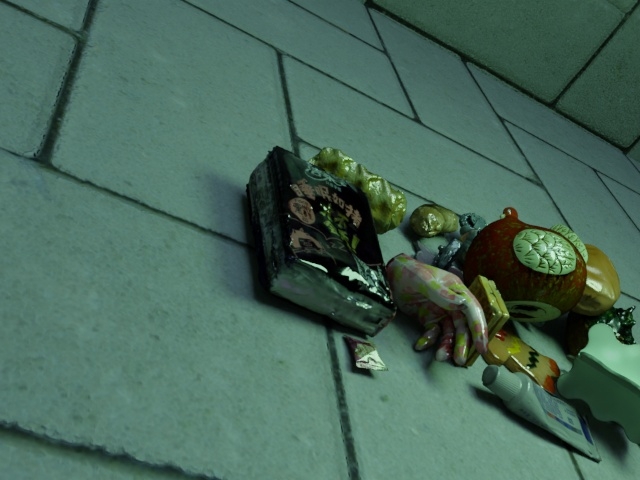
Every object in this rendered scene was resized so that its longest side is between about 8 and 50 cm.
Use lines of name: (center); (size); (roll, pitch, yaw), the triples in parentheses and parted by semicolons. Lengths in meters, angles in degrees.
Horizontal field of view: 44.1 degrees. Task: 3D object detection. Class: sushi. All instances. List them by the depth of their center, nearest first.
sushi: (0.632, 0.193, 1.759); (0.149, 0.140, 0.287); (31, 28, 8)

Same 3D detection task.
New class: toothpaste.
toothpaste: (0.401, 0.301, 1.429); (0.282, 0.068, 0.099); (34, 59, -24)

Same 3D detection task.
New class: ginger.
ginger: (0.253, -0.044, 1.768); (0.095, 0.068, 0.190); (39, 18, 14)

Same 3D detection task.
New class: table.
table: (0.568, 0.270, 1.504); (0.198, 0.166, 0.166); (33, 27, 10)

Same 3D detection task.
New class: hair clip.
hair clip: (0.258, 0.059, 1.658); (0.146, 0.056, 0.187); (36, 36, -2)

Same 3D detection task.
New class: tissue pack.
tissue pack: (0.000, 0.000, 1.381); (0.245, 0.123, 0.332); (27, 32, -29)

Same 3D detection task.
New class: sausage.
sausage: (0.580, 0.081, 1.733); (0.136, 0.120, 0.241); (32, 26, 1)

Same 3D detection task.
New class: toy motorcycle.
toy motorcycle: (0.409, 0.058, 1.771); (0.307, 0.108, 0.173); (46, 38, 16)

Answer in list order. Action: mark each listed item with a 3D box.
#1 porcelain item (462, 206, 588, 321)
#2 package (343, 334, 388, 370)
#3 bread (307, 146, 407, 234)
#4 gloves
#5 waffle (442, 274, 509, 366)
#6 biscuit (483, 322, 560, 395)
porcelain item: (0.406, 0.037, 1.584); (0.253, 0.253, 0.253); (27, 29, -16)
package: (0.073, 0.180, 1.273); (0.059, 0.029, 0.083); (14, 23, -23)
bread: (0.063, -0.092, 1.586); (0.232, 0.128, 0.088); (32, 44, -6)
gloves: (0.212, 0.118, 1.394); (0.241, 0.145, 0.126); (36, 34, 31)
waffle: (0.276, 0.147, 1.424); (0.042, 0.148, 0.102); (12, 36, -21)
biscuit: (0.366, 0.206, 1.556); (0.250, 0.036, 0.165); (39, 27, 6)
